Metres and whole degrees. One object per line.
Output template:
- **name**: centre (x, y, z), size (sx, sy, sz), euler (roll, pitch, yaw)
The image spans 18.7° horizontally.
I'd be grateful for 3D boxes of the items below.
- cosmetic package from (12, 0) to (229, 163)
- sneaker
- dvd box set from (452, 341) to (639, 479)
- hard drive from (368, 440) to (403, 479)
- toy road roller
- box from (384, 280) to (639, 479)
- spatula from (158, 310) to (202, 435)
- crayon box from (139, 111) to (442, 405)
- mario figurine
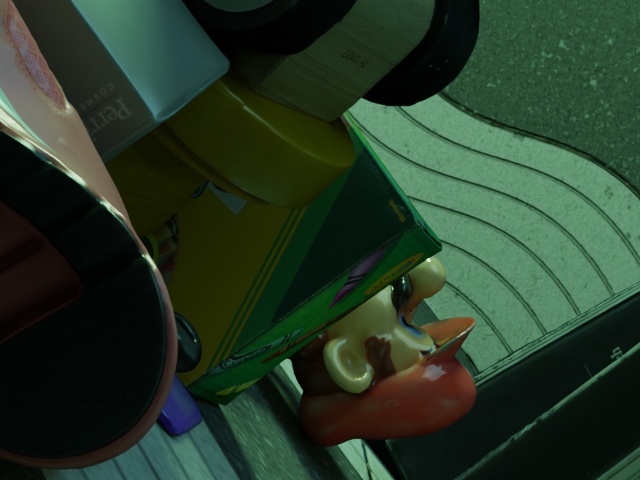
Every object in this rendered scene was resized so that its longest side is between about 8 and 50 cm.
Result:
- **cosmetic package**: centre (-0.166, -0.128, 0.872), size (0.238, 0.127, 0.107), euler (53, 26, -3)
- **sneaker**: centre (-0.156, -0.044, 0.774), size (0.314, 0.116, 0.136), euler (62, -4, 10)
- **dvd box set**: centre (0.216, 0.230, 1.110), size (0.420, 0.307, 0.062), euler (49, 5, -41)
- **hard drive**: centre (0.053, 0.157, 1.676), size (0.094, 0.022, 0.135), euler (53, 6, -22)
- **toy road roller**: centre (-0.100, -0.151, 1.039), size (0.329, 0.240, 0.202), euler (53, 16, 21)
- **box**: centre (0.364, 0.195, 1.634), size (0.297, 0.472, 0.480), euler (63, 8, 19)
- **spatula**: centre (-0.078, 0.054, 0.936), size (0.084, 0.030, 0.296), euler (54, -11, 1)
- **crayon box**: centre (-0.074, -0.062, 1.161), size (0.278, 0.165, 0.081), euler (56, 5, 18)
- **mario figurine**: centre (0.000, 0.000, 1.354), size (0.320, 0.170, 0.198), euler (46, 41, -9)
